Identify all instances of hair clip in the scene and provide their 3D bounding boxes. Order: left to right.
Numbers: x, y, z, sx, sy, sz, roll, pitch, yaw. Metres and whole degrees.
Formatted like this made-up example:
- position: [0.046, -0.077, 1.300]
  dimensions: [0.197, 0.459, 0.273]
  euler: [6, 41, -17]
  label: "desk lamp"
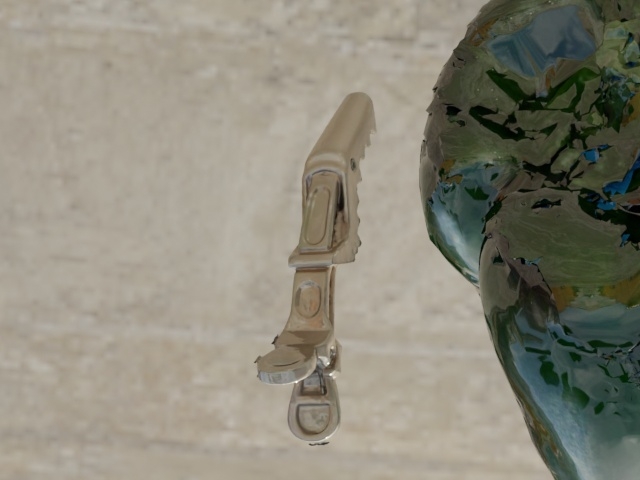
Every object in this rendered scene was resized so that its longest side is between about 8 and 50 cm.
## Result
- position: [0.000, 0.000, 1.079]
  dimensions: [0.034, 0.226, 0.072]
  euler: [-2, 152, 21]
  label: "hair clip"

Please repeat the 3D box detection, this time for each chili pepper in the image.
- position: [0.176, 0.010, 0.784]
  dimensions: [0.233, 0.249, 0.257]
  euler: [-22, 129, 10]
  label: "chili pepper"
